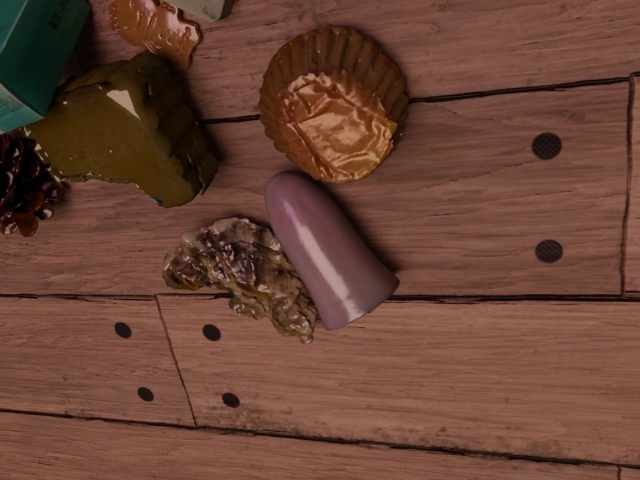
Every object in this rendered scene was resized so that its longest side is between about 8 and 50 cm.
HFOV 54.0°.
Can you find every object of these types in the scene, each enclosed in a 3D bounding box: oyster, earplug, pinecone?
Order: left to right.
[{"bbox_3d":[-0.681,-0.124,1.331,0.229,0.202,0.201,17,153,7],"label":"pinecone"},{"bbox_3d":[-0.146,0.091,1.306,0.351,0.115,0.238,40,122,-4],"label":"oyster"},{"bbox_3d":[0.000,0.000,1.193,0.172,0.172,0.301,-29,98,29],"label":"earplug"}]

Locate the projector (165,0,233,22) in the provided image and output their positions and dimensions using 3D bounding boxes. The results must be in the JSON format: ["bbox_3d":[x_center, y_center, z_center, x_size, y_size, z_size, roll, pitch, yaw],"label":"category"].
[{"bbox_3d":[-0.245,-0.532,1.038,0.257,0.079,0.259,26,123,4],"label":"projector"}]

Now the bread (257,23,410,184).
[{"bbox_3d":[0.018,-0.222,1.071,0.274,0.149,0.274,5,117,9],"label":"bread"}]

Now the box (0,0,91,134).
[{"bbox_3d":[-0.555,-0.333,1.115,0.205,0.311,0.118,-12,144,22],"label":"box"}]

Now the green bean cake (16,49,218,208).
[{"bbox_3d":[-0.371,-0.195,1.202,0.310,0.202,0.285,-7,126,23],"label":"green bean cake"}]

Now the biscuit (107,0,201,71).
[{"bbox_3d":[-0.307,-0.396,1.162,0.184,0.027,0.133,43,123,-6],"label":"biscuit"}]
